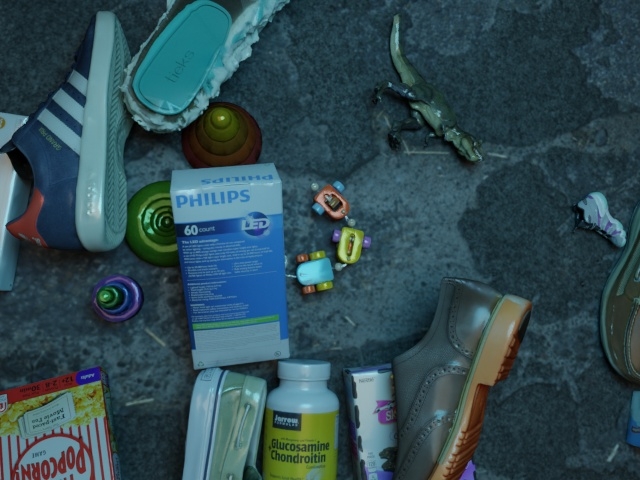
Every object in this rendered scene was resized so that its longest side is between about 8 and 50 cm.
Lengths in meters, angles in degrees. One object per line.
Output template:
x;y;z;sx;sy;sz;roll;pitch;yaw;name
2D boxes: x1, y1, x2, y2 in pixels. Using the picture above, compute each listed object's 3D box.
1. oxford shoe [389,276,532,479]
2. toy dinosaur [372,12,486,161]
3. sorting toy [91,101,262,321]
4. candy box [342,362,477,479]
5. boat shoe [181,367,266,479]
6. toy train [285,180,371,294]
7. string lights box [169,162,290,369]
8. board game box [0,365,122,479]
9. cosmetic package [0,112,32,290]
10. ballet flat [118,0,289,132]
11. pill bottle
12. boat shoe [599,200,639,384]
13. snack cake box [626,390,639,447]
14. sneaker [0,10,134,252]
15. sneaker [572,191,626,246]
0.147;0.223;0.768;0.133;0.130;0.363;24;87;27;oxford shoe
0.144;-0.214;0.899;0.118;0.064;0.268;-31;87;-17;toy dinosaur
-0.202;-0.052;0.796;0.127;0.126;0.365;32;80;-4;sorting toy
0.126;0.275;0.836;0.165;0.070;0.196;-6;85;-9;candy box
-0.125;0.320;0.756;0.094;0.109;0.302;4;93;8;boat shoe
0.000;0.000;0.862;0.125;0.046;0.166;39;77;-1;toy train
-0.114;0.037;0.762;0.134;0.076;0.259;-5;116;-9;string lights box
-0.341;0.278;0.752;0.147;0.045;0.193;-14;67;-9;board game box
-0.459;-0.056;0.791;0.099;0.060;0.238;8;83;-8;cosmetic package
-0.145;-0.322;0.828;0.147;0.147;0.408;34;78;-4;ballet flat
-0.027;0.260;0.799;0.103;0.103;0.184;3;84;-8;pill bottle
0.527;0.063;0.894;0.123;0.116;0.324;16;82;-6;boat shoe
0.628;0.299;0.867;0.265;0.152;0.089;13;83;-7;snack cake box
-0.335;-0.154;0.767;0.148;0.131;0.349;-2;68;0;sneaker
0.439;-0.023;0.933;0.069;0.038;0.098;-26;79;-9;sneaker
